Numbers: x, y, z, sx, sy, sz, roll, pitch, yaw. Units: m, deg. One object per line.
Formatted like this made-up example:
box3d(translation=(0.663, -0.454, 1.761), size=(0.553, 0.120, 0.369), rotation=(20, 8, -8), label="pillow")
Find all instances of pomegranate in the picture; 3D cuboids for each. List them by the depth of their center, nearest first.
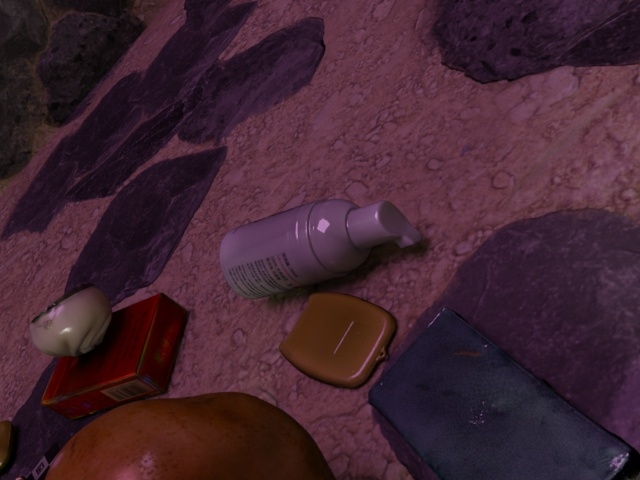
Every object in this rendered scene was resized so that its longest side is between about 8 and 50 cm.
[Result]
box3d(translation=(-0.138, 0.371, 0.936), size=(0.417, 0.417, 0.416), rotation=(-29, 39, 26), label="pomegranate")

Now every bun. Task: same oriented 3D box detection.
box3d(translation=(-0.504, 0.176, 1.630), size=(0.173, 0.119, 0.173), rotation=(-37, 1, 1), label="bun")

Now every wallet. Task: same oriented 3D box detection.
box3d(translation=(0.212, 0.238, 1.013), size=(0.190, 0.046, 0.379), rotation=(-48, 33, -1), label="wallet")

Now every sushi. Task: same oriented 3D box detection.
box3d(translation=(-0.599, 0.529, 1.606), size=(0.192, 0.050, 0.215), rotation=(-50, 35, -4), label="sushi")

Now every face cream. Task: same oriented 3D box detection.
box3d(translation=(0.000, 0.000, 1.389), size=(0.370, 0.145, 0.145), rotation=(-18, 45, 36), label="face cream")

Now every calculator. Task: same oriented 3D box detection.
box3d(translation=(0.025, 0.158, 1.306), size=(0.237, 0.033, 0.157), rotation=(12, 65, 50), label="calculator")

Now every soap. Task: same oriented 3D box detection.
box3d(translation=(-0.740, 0.479, 1.814), size=(0.089, 0.045, 0.140), rotation=(-37, 35, 11), label="soap")

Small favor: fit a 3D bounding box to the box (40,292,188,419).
box3d(translation=(-0.435, 0.249, 1.669), size=(0.313, 0.089, 0.197), rotation=(-21, 43, 33), label="box")
